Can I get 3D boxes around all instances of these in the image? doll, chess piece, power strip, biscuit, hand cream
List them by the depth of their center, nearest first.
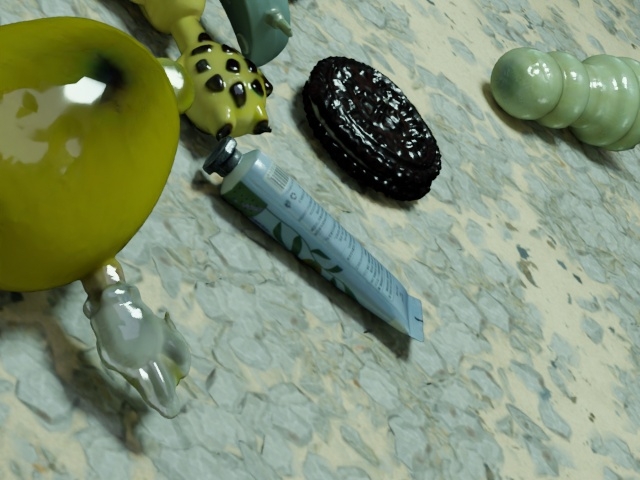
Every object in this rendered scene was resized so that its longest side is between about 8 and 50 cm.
[{"bbox_3d":[-0.242,-0.034,1.222,0.423,0.161,0.348,11,56,-43],"label":"doll"},{"bbox_3d":[0.000,0.000,1.574,0.271,0.058,0.091,40,18,-16],"label":"hand cream"},{"bbox_3d":[-0.133,-0.214,1.643,0.117,0.086,0.291,-4,53,-38],"label":"doll"},{"bbox_3d":[-0.103,-0.295,1.731,0.054,0.167,0.253,-30,69,-18],"label":"power strip"},{"bbox_3d":[0.058,-0.126,1.803,0.194,0.053,0.194,32,31,-22],"label":"biscuit"},{"bbox_3d":[0.332,-0.201,2.181,0.243,0.133,0.133,7,46,-41],"label":"chess piece"}]
